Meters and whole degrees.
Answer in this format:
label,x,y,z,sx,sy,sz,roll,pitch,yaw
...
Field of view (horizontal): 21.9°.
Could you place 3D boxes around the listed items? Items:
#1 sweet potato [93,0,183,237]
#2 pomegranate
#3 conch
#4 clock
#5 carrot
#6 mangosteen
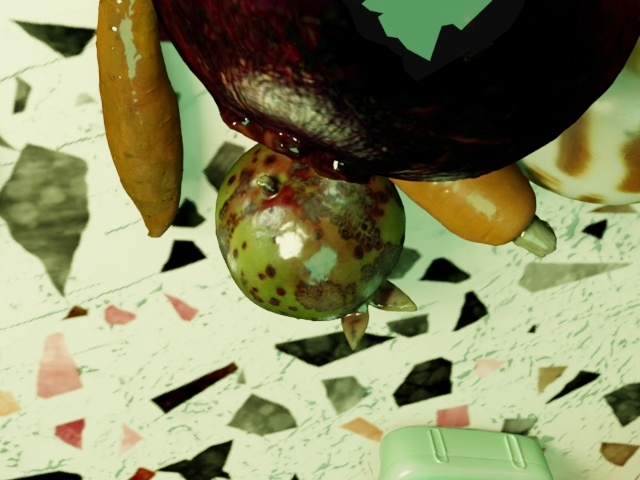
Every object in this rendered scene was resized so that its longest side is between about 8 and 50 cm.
label,x,y,z,sx,sy,sz,roll,pitch,yaw
sweet potato,-0.126,-0.104,1.138,0.057,0.057,0.265,-7,130,-5
pomegranate,-0.006,0.003,1.200,0.148,0.148,0.169,-13,129,0
conch,0.222,-0.119,1.133,0.182,0.149,0.275,6,130,-21
clock,0.105,0.258,1.481,0.159,0.066,0.211,9,128,-18
carrot,0.034,-0.093,1.138,0.336,0.069,0.069,38,116,-9
mangosteen,0.055,-0.204,0.957,0.307,0.307,0.347,24,89,-27
